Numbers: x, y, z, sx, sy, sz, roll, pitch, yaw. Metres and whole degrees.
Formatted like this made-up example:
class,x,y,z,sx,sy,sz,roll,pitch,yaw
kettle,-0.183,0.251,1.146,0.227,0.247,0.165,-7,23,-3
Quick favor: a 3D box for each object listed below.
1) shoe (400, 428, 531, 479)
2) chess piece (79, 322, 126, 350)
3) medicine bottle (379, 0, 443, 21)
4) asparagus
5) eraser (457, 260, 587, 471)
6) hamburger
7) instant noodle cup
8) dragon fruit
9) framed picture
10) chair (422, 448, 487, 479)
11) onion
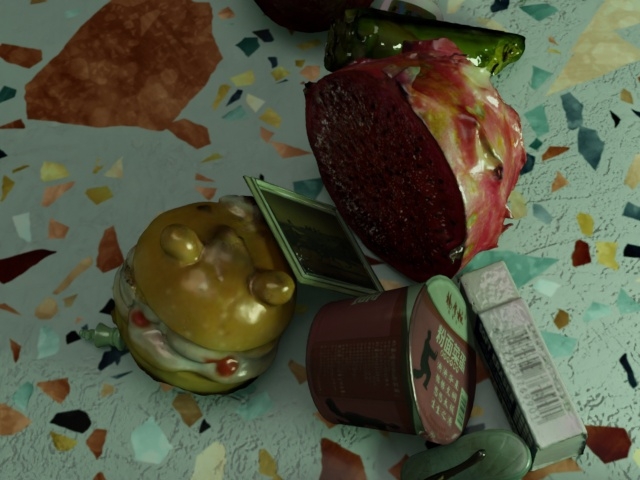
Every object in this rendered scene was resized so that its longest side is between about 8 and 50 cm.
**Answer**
class,x,y,z,sx,sy,sz,roll,pitch,yaw
shoe,0.211,0.321,1.649,0.195,0.078,0.079,-19,64,21
chess piece,-0.300,0.150,1.783,0.149,0.059,0.059,4,63,11
medicine bottle,0.146,-0.357,2.002,0.115,0.078,0.219,22,65,3
asparagus,0.187,-0.308,1.894,0.382,0.108,0.128,3,18,-23
eraser,0.290,0.179,1.690,0.086,0.130,0.287,-20,64,-3
hamburger,-0.158,0.061,1.685,0.276,0.237,0.276,13,50,-16
instant noodle cup,0.098,0.169,1.644,0.178,0.235,0.234,-4,60,28
dragon fruit,0.161,-0.138,1.738,0.249,0.386,0.371,-33,64,-26
framed picture,0.000,0.000,1.748,0.014,0.252,0.197,-40,62,20
chair,0.103,0.426,1.561,0.186,0.319,0.160,-17,74,-54
onion,-0.013,-0.495,1.992,0.276,0.276,0.276,-1,62,3
